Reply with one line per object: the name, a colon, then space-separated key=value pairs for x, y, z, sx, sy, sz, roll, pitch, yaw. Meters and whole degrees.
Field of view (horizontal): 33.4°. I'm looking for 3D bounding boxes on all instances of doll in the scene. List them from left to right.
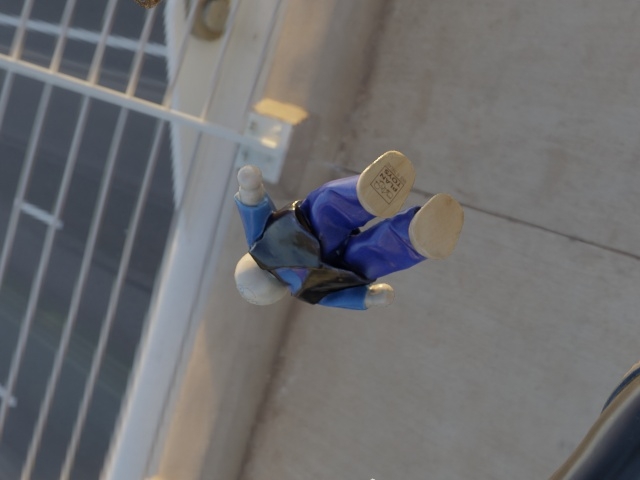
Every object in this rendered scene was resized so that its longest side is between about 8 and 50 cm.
doll: x=0.000 y=0.000 z=0.642 sx=0.189 sy=0.129 sz=0.046 roll=-29 pitch=26 yaw=56

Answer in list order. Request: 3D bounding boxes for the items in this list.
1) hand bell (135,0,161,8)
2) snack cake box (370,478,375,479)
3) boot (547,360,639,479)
hand bell: x=-0.052 y=-0.241 z=0.709 sx=0.126 sy=0.126 sz=0.242 roll=4 pitch=53 yaw=48
snack cake box: x=-0.026 y=0.353 z=0.996 sx=0.089 sy=0.264 sz=0.152 roll=40 pitch=129 yaw=26
boot: x=0.228 y=0.331 z=1.051 sx=0.146 sy=0.445 sz=0.367 roll=40 pitch=135 yaw=20
